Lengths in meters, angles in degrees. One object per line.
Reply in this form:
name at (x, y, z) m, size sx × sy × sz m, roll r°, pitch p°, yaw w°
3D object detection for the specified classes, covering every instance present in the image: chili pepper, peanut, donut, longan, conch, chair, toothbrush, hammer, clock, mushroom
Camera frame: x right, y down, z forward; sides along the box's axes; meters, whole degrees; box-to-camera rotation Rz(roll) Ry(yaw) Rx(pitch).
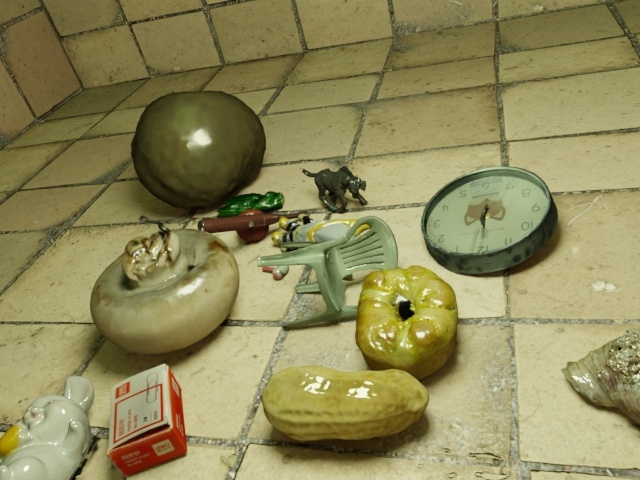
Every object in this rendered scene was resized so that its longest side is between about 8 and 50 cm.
chili pepper at (-0.226, -0.116, 1.784) m, size 0.224 × 0.061 × 0.098 m, roll -4°, pitch 36°, yaw 14°
peanut at (0.043, 0.293, 1.024) m, size 0.305 × 0.147 × 0.147 m, roll -4°, pitch 36°, yaw 17°
donut at (0.178, 0.167, 1.153) m, size 0.208 × 0.128 × 0.261 m, roll -4°, pitch 36°, yaw 16°
longan at (-0.407, -0.314, 1.853) m, size 0.403 × 0.404 × 0.436 m, roll 9°, pitch 42°, yaw 32°
conch at (0.536, 0.226, 0.949) m, size 0.178 × 0.163 × 0.245 m, roll -2°, pitch -1°, yaw -43°
chair at (0.030, 0.064, 1.304) m, size 0.274 × 0.204 × 0.190 m, roll -9°, pitch 23°, yaw 19°
toothbrush at (-0.178, -0.055, 1.581) m, size 0.363 × 0.041 × 0.041 m, roll -9°, pitch 24°, yaw -39°
hammer at (-0.125, 0.077, 1.495) m, size 0.083 × 0.031 × 0.052 m, roll 4°, pitch 35°, yaw 37°
clock at (0.405, -0.058, 1.377) m, size 0.325 × 0.067 × 0.325 m, roll -20°, pitch 38°, yaw 16°
mushroom at (-0.378, 0.091, 1.340) m, size 0.362 × 0.295 × 0.362 m, roll -10°, pitch 34°, yaw 7°

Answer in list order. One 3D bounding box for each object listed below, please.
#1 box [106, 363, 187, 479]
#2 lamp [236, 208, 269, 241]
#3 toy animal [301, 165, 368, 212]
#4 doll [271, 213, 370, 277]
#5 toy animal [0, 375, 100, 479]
box at (-0.348, 0.355, 1.125) m, size 0.133 × 0.099 × 0.182 m, roll -21°, pitch 34°, yaw -4°
lamp at (-0.200, -0.044, 1.644) m, size 0.101 × 0.090 × 0.101 m, roll 0°, pitch 69°, yaw 0°
toy animal at (0.050, -0.164, 1.658) m, size 0.232 × 0.148 × 0.084 m, roll 21°, pitch 48°, yaw 42°
doll at (0.002, -0.004, 1.498) m, size 0.316 × 0.103 × 0.145 m, roll 12°, pitch 47°, yaw 43°
toy animal at (-0.543, 0.405, 1.100) m, size 0.208 × 0.154 × 0.325 m, roll -42°, pitch 16°, yaw -1°
